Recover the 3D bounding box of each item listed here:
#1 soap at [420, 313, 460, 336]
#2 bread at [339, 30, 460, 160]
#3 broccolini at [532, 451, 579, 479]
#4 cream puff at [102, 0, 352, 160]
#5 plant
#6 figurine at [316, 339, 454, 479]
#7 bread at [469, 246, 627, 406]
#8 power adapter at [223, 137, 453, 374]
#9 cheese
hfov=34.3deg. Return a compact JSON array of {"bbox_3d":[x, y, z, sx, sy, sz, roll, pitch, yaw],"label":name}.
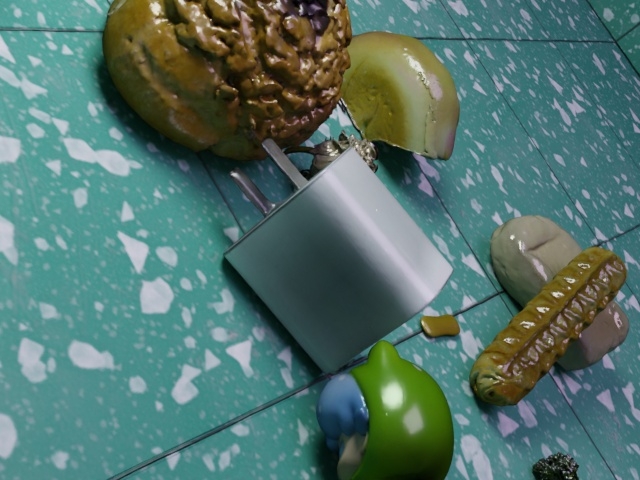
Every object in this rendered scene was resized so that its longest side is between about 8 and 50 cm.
[{"bbox_3d":[0.167,0.118,1.440,0.089,0.012,0.034,1,58,-51],"label":"soap"},{"bbox_3d":[0.135,-0.227,1.601,0.158,0.156,0.261,-6,64,-52],"label":"bread"},{"bbox_3d":[0.350,0.384,1.371,0.067,0.058,0.216,12,50,-50],"label":"broccolini"},{"bbox_3d":[-0.100,-0.266,1.277,0.343,0.231,0.327,-21,80,-57],"label":"cream puff"},{"bbox_3d":[0.010,-0.104,1.381,0.122,0.116,0.104,44,13,26],"label":"plant"},{"bbox_3d":[0.069,0.242,1.089,0.162,0.143,0.263,58,29,-49],"label":"figurine"},{"bbox_3d":[0.334,0.118,1.495,0.367,0.077,0.084,-38,90,-36],"label":"bread"},{"bbox_3d":[0.000,0.000,1.183,0.255,0.187,0.124,50,31,-3],"label":"power adapter"},{"bbox_3d":[0.373,0.078,1.655,0.159,0.093,0.263,-22,77,-48],"label":"cheese"}]
